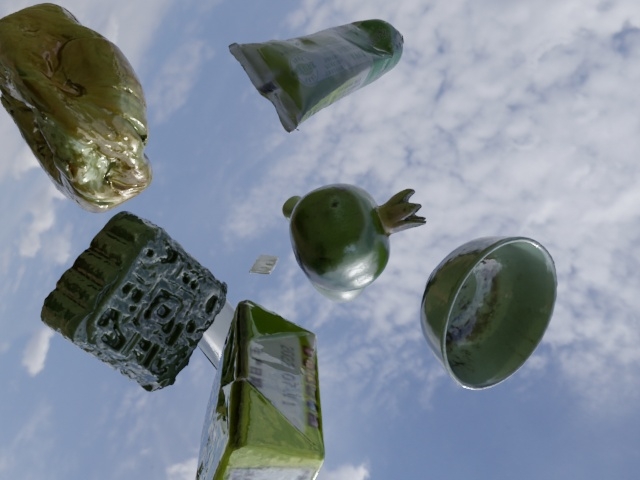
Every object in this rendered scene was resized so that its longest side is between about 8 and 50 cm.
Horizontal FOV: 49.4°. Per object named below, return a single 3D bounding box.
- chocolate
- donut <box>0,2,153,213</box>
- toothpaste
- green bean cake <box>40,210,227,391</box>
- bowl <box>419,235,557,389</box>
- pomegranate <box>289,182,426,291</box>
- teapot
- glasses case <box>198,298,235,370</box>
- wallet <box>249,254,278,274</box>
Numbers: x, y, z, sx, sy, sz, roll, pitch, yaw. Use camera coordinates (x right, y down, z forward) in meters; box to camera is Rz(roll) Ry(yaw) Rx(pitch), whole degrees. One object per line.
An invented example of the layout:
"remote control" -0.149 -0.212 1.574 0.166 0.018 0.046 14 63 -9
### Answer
"chocolate" -0.097 0.293 1.001 0.289 0.137 0.301 -95 -160 -58
"donut" -0.408 -0.216 1.151 0.170 0.360 0.360 -33 -153 -25
"toothpaste" 0.014 -0.153 0.592 0.047 0.078 0.248 -33 -176 37
"green bean cake" -0.222 0.079 0.866 0.094 0.181 0.173 16 -115 44
"bowl" 0.283 0.111 1.275 0.146 0.289 0.289 29 -88 52
"pomegranate" 0.060 -0.017 1.141 0.225 0.187 0.187 -20 -131 13
"teapot" 0.017 0.029 1.595 0.149 0.318 0.220 -39 -108 17
"glasses case" -0.241 0.165 1.462 0.083 0.308 0.128 12 -121 29
"wallet" -0.110 0.048 1.365 0.083 0.044 0.011 -67 159 -68
